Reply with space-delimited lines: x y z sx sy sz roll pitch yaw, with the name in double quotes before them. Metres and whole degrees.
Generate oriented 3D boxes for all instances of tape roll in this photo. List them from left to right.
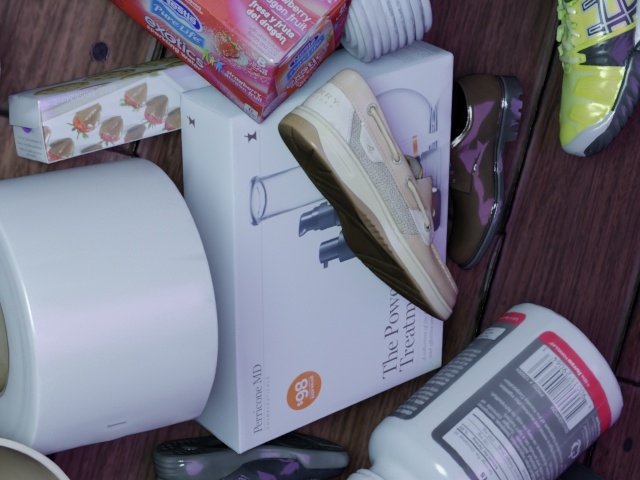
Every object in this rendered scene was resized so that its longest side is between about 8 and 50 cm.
"tape roll" -0.219 0.058 1.476 0.169 0.246 0.246 -11 106 -29

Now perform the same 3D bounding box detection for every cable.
"cable" 0.016 -0.295 1.619 0.089 0.257 0.257 -29 98 -4

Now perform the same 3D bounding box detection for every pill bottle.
"pill bottle" 0.166 0.228 1.841 0.318 0.176 0.176 -39 121 -20

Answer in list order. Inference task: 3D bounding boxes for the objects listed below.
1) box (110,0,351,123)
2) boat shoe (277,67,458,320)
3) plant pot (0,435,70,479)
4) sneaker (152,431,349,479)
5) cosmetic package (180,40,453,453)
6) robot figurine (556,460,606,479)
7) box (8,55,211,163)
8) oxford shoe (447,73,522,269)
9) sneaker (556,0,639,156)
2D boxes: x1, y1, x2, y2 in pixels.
"box" -0.105 -0.247 1.532 0.257 0.128 0.122 40 69 8
"boat shoe" 0.070 -0.039 1.637 0.098 0.109 0.302 -46 127 -13
"plant pot" -0.371 0.247 1.418 0.257 0.274 0.256 -11 109 -35
"sneaker" -0.075 0.272 1.784 0.228 0.087 0.130 -4 104 -35
"cosmetic package" 0.000 0.000 1.735 0.284 0.097 0.377 -19 123 -32
"robot figurine" 0.223 0.372 1.989 0.278 0.174 0.209 -40 104 -25
"box" -0.149 -0.144 1.647 0.324 0.067 0.063 -18 111 -34
"oxford shoe" 0.162 -0.079 1.910 0.096 0.083 0.227 3 98 -19
"sneaker" 0.324 -0.291 1.969 0.147 0.145 0.384 10 97 -9
